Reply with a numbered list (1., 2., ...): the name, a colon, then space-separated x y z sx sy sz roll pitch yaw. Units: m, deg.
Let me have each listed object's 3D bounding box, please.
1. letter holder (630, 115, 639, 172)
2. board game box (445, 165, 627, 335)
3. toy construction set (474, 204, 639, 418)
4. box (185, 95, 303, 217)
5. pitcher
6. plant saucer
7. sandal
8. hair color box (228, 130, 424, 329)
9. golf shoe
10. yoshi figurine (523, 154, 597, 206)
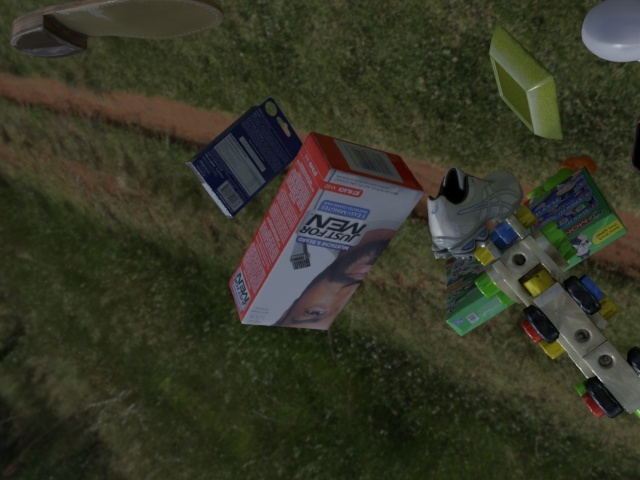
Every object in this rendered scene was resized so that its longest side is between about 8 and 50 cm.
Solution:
1. letter holder: 0.820 -0.135 1.265 0.301 0.215 0.152 15 173 -10
2. board game box: 0.357 0.015 1.071 0.317 0.214 0.046 -39 104 26
3. toy construction set: 0.324 0.098 0.746 0.327 0.151 0.215 37 -169 12
4. box: -0.143 -0.169 1.212 0.036 0.225 0.136 6 136 55
5. pitcher: 0.651 -0.402 1.236 0.207 0.125 0.178 32 163 46
6. plant saucer: 0.390 -0.296 1.183 0.188 0.045 0.188 49 -168 -52
7. sandal: -0.214 -0.251 0.622 0.239 0.079 0.088 -5 171 18
8. hair color box: 0.000 0.000 0.511 0.167 0.093 0.053 -58 39 32
9. golf shoe: 0.179 -0.054 0.703 0.069 0.176 0.086 -5 117 41
10. yoshi figurine: 0.615 -0.059 1.615 0.203 0.362 0.203 47 166 17
